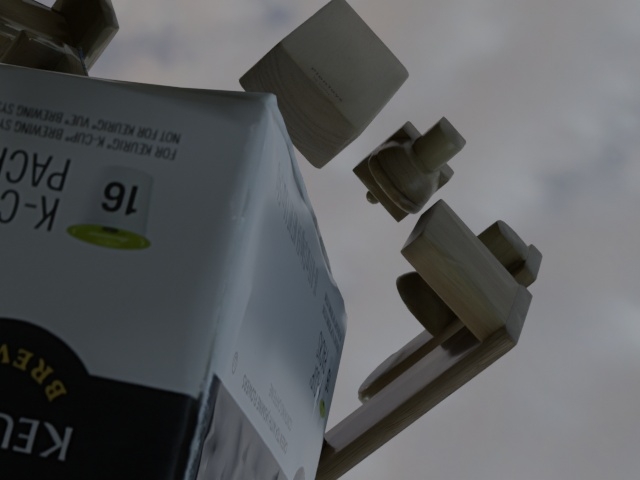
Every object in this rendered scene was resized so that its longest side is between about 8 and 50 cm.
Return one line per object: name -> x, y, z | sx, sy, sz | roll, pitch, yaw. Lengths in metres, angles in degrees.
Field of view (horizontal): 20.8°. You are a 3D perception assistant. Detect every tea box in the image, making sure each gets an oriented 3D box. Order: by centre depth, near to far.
tea box -> -0.190, 0.114, 0.507 | 0.329, 0.220, 0.323 | 9, -106, 9

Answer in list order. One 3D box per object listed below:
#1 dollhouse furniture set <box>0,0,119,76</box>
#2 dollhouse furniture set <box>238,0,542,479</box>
dollhouse furniture set -> -0.187, -0.059, 1.122 | 0.242, 0.161, 0.212 | -49, -141, 24
dollhouse furniture set -> 0.000, 0.000, 0.769 | 0.123, 0.151, 0.144 | -40, -175, 22
